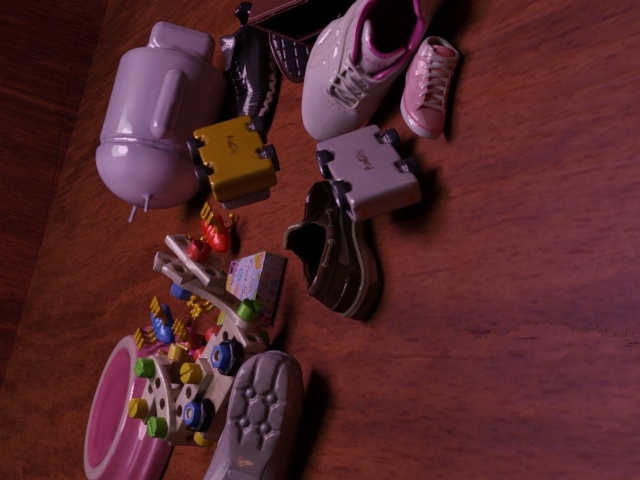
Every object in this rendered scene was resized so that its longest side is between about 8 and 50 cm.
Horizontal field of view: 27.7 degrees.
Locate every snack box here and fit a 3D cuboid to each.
[{"bbox_3d":[-0.101,0.074,1.868,0.141,0.037,0.100,-16,61,65],"label":"snack box"}]

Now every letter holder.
[{"bbox_3d":[0.042,-0.423,1.745,0.214,0.152,0.301,-4,70,66],"label":"letter holder"}]

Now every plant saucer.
[{"bbox_3d":[-0.321,0.291,2.192,0.332,0.084,0.332,-51,29,44],"label":"plant saucer"}]

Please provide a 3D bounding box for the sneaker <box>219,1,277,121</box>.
[{"bbox_3d":[-0.121,-0.286,2.105,0.078,0.106,0.234,-26,50,64],"label":"sneaker"}]

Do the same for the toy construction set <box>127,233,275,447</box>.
[{"bbox_3d":[-0.164,0.155,1.790,0.215,0.151,0.327,-123,38,-46],"label":"toy construction set"}]

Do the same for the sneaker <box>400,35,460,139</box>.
[{"bbox_3d":[0.126,-0.180,1.473,0.134,0.051,0.070,-88,20,-44],"label":"sneaker"}]

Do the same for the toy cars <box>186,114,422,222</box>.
[{"bbox_3d":[-0.022,-0.073,1.570,0.394,0.087,0.176,9,36,38],"label":"toy cars"}]

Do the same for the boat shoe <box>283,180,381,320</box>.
[{"bbox_3d":[0.003,-0.007,1.585,0.095,0.095,0.257,-64,22,22],"label":"boat shoe"}]

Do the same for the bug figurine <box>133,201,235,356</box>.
[{"bbox_3d":[-0.199,0.091,2.057,0.279,0.072,0.216,-58,31,23],"label":"bug figurine"}]

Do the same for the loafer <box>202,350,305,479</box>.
[{"bbox_3d":[-0.085,0.290,1.593,0.111,0.112,0.319,-6,-64,-74],"label":"loafer"}]

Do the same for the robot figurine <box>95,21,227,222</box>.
[{"bbox_3d":[-0.285,-0.208,2.325,0.300,0.200,0.353,128,155,-76],"label":"robot figurine"}]

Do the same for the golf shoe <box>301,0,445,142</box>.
[{"bbox_3d":[0.051,-0.225,1.573,0.306,0.115,0.140,-58,5,36],"label":"golf shoe"}]

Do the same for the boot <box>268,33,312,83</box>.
[{"bbox_3d":[-0.036,-0.333,2.010,0.106,0.082,0.219,52,-151,-72],"label":"boot"}]
